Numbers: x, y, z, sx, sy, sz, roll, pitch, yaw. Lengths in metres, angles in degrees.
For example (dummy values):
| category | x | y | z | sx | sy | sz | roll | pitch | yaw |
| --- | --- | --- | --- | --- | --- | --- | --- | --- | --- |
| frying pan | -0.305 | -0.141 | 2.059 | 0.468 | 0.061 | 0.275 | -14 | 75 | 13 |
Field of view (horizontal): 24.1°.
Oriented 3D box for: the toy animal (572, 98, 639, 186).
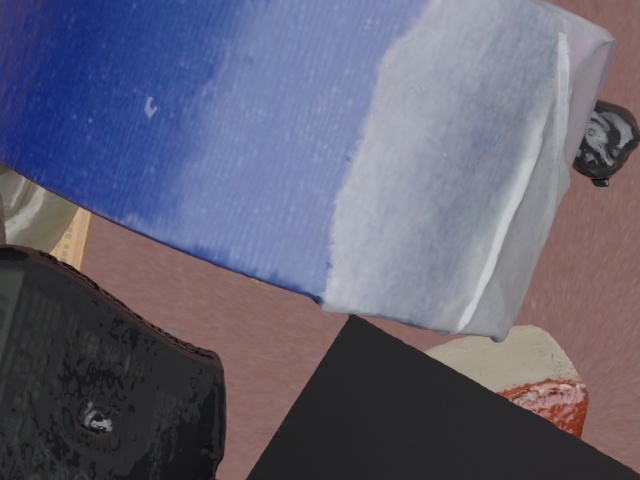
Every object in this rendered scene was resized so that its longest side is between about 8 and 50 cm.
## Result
| category | x | y | z | sx | sy | sz | roll | pitch | yaw |
| --- | --- | --- | --- | --- | --- | --- | --- | --- | --- |
| toy animal | 0.113 | -0.169 | 1.195 | 0.106 | 0.343 | 0.168 | -57 | 36 | 1 |

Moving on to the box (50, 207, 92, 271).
| category | x | y | z | sx | sy | sz | roll | pitch | yaw |
| --- | --- | --- | --- | --- | --- | --- | --- | --- | --- |
| box | -0.332 | -0.039 | 1.809 | 0.076 | 0.174 | 0.274 | 12 | 89 | -26 |

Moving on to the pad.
| category | x | y | z | sx | sy | sz | roll | pitch | yaw |
| --- | --- | --- | --- | --- | --- | --- | --- | --- | --- |
| pad | 0.048 | 0.168 | 0.744 | 0.202 | 0.299 | 0.005 | 29 | 129 | 4 |

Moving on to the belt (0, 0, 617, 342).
| category | x | y | z | sx | sy | sz | roll | pitch | yaw |
| --- | --- | --- | --- | --- | --- | --- | --- | --- | --- |
| belt | -0.038 | -0.070 | 0.585 | 0.212 | 0.347 | 0.117 | 17 | 97 | -30 |

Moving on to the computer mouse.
| category | x | y | z | sx | sy | sz | roll | pitch | yaw |
| --- | --- | --- | --- | --- | --- | --- | --- | --- | --- |
| computer mouse | -0.138 | 0.093 | 0.746 | 0.088 | 0.264 | 0.147 | -2 | 63 | 40 |

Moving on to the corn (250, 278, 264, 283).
| category | x | y | z | sx | sy | sz | roll | pitch | yaw |
| --- | --- | --- | --- | --- | --- | --- | --- | --- | --- |
| corn | 0.000 | 0.000 | 1.771 | 0.203 | 0.072 | 0.072 | -19 | 79 | -25 |

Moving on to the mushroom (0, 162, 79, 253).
| category | x | y | z | sx | sy | sz | roll | pitch | yaw |
| --- | --- | --- | --- | --- | --- | --- | --- | --- | --- |
| mushroom | -0.266 | -0.059 | 0.957 | 0.314 | 0.314 | 0.336 | -42 | 38 | 1 |

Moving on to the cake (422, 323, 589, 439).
| category | x | y | z | sx | sy | sz | roll | pitch | yaw |
| --- | --- | --- | --- | --- | --- | --- | --- | --- | --- |
| cake | 0.223 | 0.215 | 1.585 | 0.160 | 0.158 | 0.262 | -31 | 120 | 5 |
